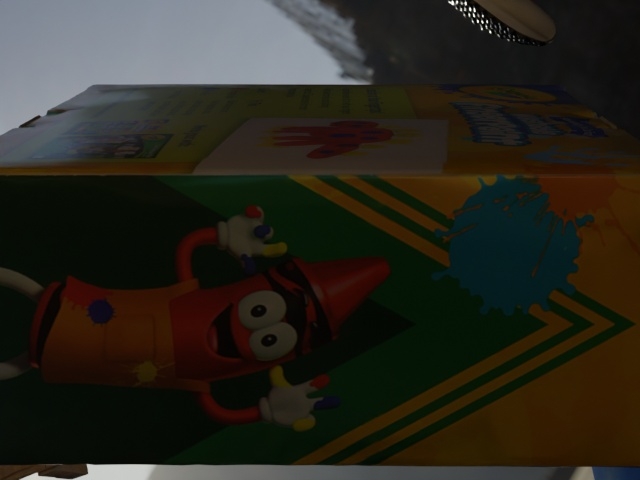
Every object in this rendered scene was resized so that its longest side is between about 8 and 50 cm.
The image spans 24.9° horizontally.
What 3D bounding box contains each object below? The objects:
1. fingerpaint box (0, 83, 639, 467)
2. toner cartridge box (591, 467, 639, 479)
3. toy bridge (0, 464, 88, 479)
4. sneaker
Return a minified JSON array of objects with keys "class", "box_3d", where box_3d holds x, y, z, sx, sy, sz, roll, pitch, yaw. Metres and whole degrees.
[{"class":"fingerpaint box","box_3d":[0.000,0.000,0.914,0.445,0.371,0.163,-87,-3,-78]},{"class":"toner cartridge box","box_3d":[0.265,0.208,0.919,0.165,0.075,0.348,127,143,-50]},{"class":"toy bridge","box_3d":[-0.193,0.161,1.065,0.188,0.026,0.063,-20,-16,11]},{"class":"sneaker","box_3d":[0.094,-0.187,0.899,0.075,0.161,0.057,-55,11,3]}]
